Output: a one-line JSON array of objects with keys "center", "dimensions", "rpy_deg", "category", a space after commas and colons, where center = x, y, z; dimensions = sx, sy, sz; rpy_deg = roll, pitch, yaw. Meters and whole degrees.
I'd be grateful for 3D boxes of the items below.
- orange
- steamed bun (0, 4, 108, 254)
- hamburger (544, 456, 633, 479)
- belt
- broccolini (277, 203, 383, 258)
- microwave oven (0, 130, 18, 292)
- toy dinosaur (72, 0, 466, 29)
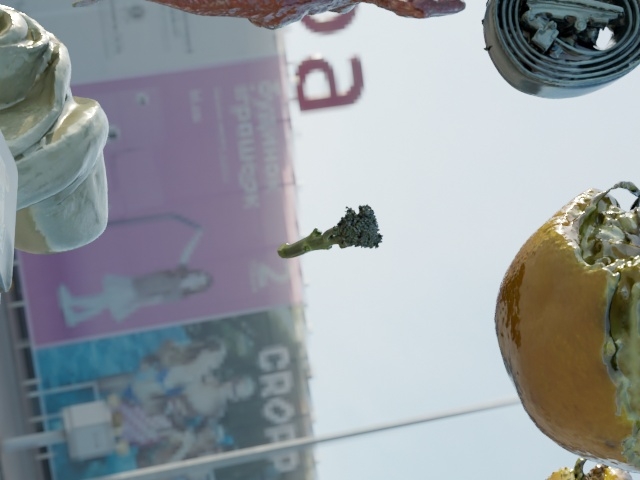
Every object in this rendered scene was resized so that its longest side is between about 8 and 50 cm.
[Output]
[{"center": [0.148, 0.049, 0.698], "dimensions": [0.170, 0.112, 0.160], "rpy_deg": [23, 54, -56], "category": "orange"}, {"center": [-0.424, -0.161, 1.600], "dimensions": [0.368, 0.342, 0.255], "rpy_deg": [32, -70, 21], "category": "steamed bun"}, {"center": [0.338, 0.369, 1.659], "dimensions": [0.191, 0.118, 0.181], "rpy_deg": [58, 32, -73], "category": "hamburger"}, {"center": [0.373, -0.317, 1.930], "dimensions": [0.116, 0.268, 0.206], "rpy_deg": [129, -44, -81], "category": "belt"}, {"center": [0.001, 0.003, 1.845], "dimensions": [0.067, 0.058, 0.216], "rpy_deg": [48, -37, -20], "category": "broccolini"}, {"center": [-0.383, -0.002, 1.229], "dimensions": [0.145, 0.194, 0.240], "rpy_deg": [89, -3, -58], "category": "microwave oven"}, {"center": [-0.042, -0.172, 0.915], "dimensions": [0.167, 0.242, 0.053], "rpy_deg": [36, -51, 49], "category": "toy dinosaur"}]
